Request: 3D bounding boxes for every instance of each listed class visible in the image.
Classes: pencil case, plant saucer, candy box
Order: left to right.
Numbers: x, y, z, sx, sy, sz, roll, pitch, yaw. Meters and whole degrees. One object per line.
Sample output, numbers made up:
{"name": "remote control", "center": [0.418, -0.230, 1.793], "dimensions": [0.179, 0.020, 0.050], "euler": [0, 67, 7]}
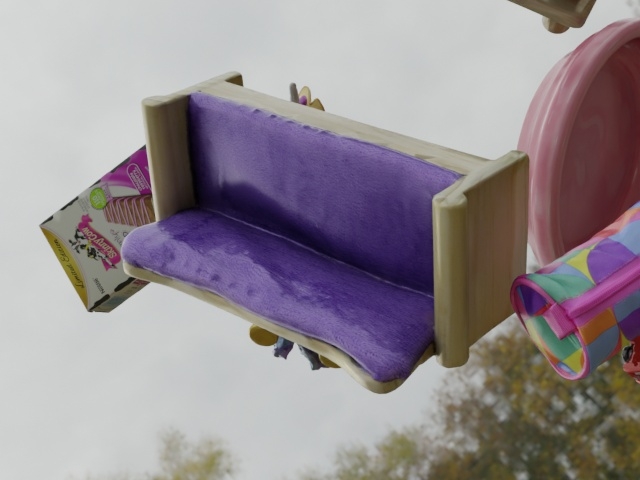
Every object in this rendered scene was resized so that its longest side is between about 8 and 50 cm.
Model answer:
{"name": "candy box", "center": [-0.276, -0.022, 1.697], "dimensions": [0.233, 0.159, 0.071], "euler": [-36, -14, 12]}
{"name": "plant saucer", "center": [0.327, -0.094, 1.351], "dimensions": [0.332, 0.084, 0.332], "euler": [-18, -64, -44]}
{"name": "pencil case", "center": [0.265, 0.012, 0.910], "dimensions": [0.236, 0.104, 0.104], "euler": [-33, -32, -11]}

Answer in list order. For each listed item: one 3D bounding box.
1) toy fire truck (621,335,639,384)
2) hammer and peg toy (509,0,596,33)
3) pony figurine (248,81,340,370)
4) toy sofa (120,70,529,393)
{"name": "toy fire truck", "center": [0.412, 0.101, 1.307], "dimensions": [0.135, 0.047, 0.192], "euler": [40, -124, -26]}
{"name": "hammer and peg toy", "center": [0.202, -0.420, 1.433], "dimensions": [0.266, 0.361, 0.127], "euler": [-61, -10, -24]}
{"name": "pony figurine", "center": [0.000, 0.000, 1.649], "dimensions": [0.303, 0.363, 0.351], "euler": [-9, -46, 24]}
{"name": "toy sofa", "center": [-0.013, -0.023, 0.996], "dimensions": [0.177, 0.362, 0.150], "euler": [-29, -52, -39]}
